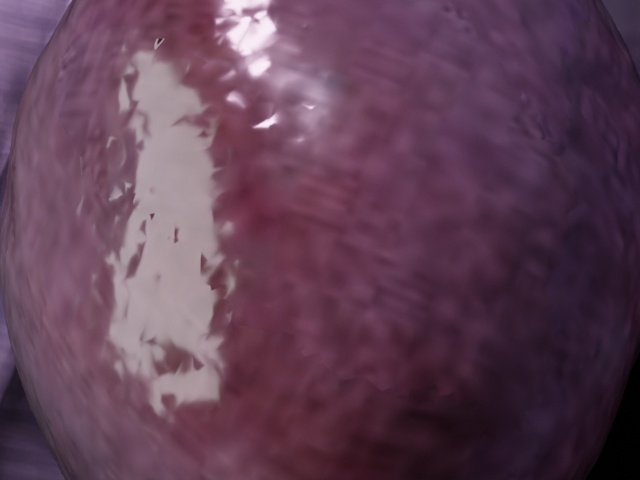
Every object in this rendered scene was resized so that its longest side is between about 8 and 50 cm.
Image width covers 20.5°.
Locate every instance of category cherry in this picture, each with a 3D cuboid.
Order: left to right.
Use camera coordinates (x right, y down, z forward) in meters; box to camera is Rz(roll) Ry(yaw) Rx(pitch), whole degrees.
[{"bbox_3d":[0.000,0.000,0.501,0.266,0.184,0.213,-86,5,-48],"label":"cherry"}]
